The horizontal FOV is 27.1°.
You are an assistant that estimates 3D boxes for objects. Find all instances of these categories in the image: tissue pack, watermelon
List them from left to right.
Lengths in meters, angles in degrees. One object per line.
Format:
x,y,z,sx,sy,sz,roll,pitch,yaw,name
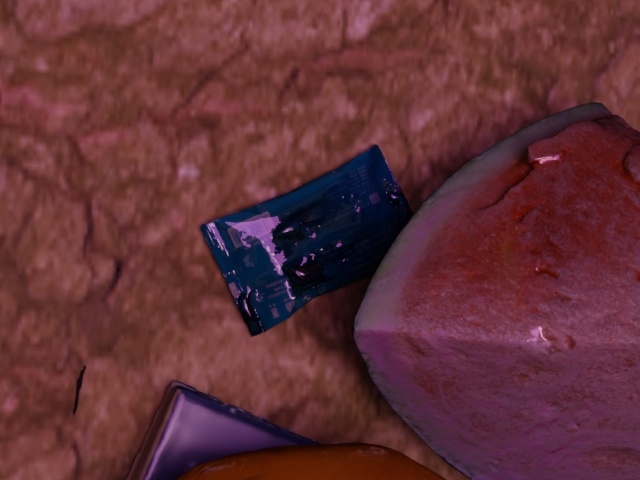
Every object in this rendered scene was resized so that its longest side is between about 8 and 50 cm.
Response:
0.000,0.000,0.877,0.138,0.028,0.085,-26,95,-19,tissue pack
0.226,0.054,0.865,0.292,0.319,0.222,56,36,-46,watermelon

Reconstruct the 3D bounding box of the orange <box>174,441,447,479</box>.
0.004,0.230,0.746,0.249,0.183,0.249,1,88,-15,orange

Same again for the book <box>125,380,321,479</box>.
0.038,0.310,0.869,0.428,0.039,0.300,25,81,-14,book
